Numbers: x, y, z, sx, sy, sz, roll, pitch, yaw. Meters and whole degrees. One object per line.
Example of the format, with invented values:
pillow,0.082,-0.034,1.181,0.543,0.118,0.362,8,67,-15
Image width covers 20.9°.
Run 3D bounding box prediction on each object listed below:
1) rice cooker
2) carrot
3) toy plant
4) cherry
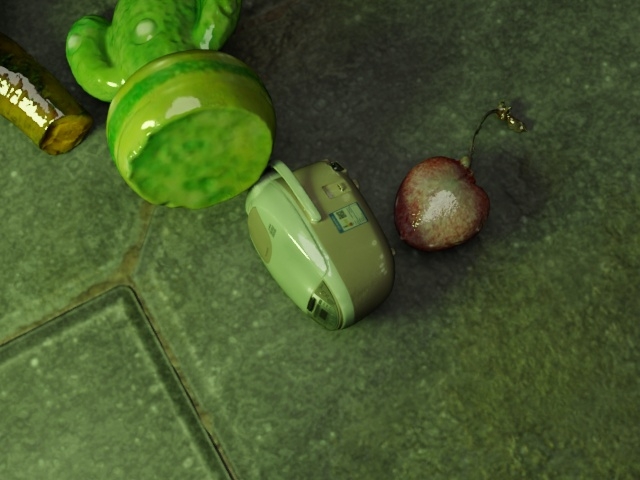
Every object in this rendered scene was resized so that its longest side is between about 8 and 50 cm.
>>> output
rice cooker,0.000,0.000,1.957,0.127,0.145,0.206,-22,72,-18
carrot,-0.350,-0.175,2.032,0.173,0.082,0.082,43,79,11
toy plant,-0.169,-0.198,1.971,0.224,0.184,0.315,-31,49,7
cherry,0.171,-0.069,2.007,0.225,0.090,0.107,-41,67,-19
